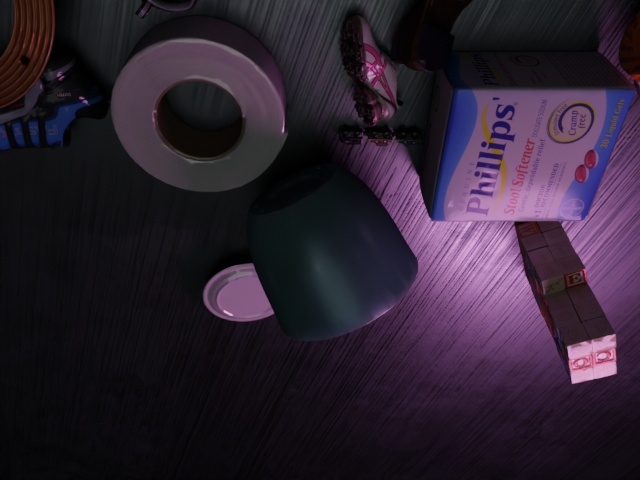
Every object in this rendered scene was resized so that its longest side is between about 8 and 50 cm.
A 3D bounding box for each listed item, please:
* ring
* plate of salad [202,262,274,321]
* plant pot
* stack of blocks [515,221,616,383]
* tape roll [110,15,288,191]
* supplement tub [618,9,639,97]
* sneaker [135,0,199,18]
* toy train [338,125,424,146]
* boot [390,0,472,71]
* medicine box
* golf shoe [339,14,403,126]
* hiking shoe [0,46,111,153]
[{"bbox_3d":[-0.549,-0.356,0.836,0.337,0.032,0.336,1,113,3],"label":"ring"},{"bbox_3d":[-0.164,0.113,1.285,0.200,0.048,0.199,-8,136,-8],"label":"plate of salad"},{"bbox_3d":[0.000,0.000,1.056,0.293,0.293,0.235,-22,112,16],"label":"plant pot"},{"bbox_3d":[0.488,0.110,1.146,0.087,0.297,0.171,-17,130,13],"label":"stack of blocks"},{"bbox_3d":[-0.198,-0.223,0.967,0.286,0.100,0.286,-1,130,-1],"label":"tape roll"},{"bbox_3d":[0.657,-0.258,0.904,0.338,0.207,0.207,23,126,-20],"label":"supplement tub"},{"bbox_3d":[-0.158,-0.405,0.779,0.269,0.153,0.101,-36,123,25],"label":"sneaker"},{"bbox_3d":[0.113,-0.190,1.054,0.158,0.027,0.036,0,133,-2],"label":"toy train"},{"bbox_3d":[0.173,-0.368,0.879,0.082,0.106,0.219,21,95,-29],"label":"boot"},{"bbox_3d":[0.337,-0.177,0.997,0.289,0.149,0.263,-1,130,-3],"label":"medicine box"},{"bbox_3d":[0.088,-0.290,0.955,0.086,0.067,0.186,-31,128,-15],"label":"golf shoe"},{"bbox_3d":[-0.500,-0.190,0.972,0.304,0.113,0.132,-27,125,19],"label":"hiking shoe"}]
